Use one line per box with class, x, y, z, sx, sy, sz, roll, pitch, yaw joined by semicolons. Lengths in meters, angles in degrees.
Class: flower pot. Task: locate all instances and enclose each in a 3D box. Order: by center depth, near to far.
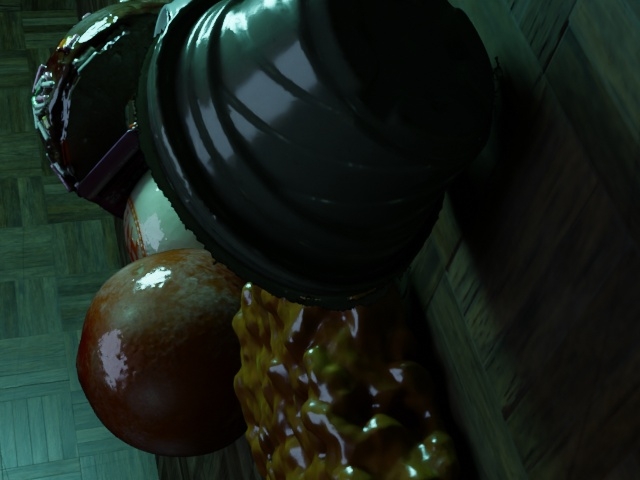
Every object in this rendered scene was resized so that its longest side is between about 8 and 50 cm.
flower pot;0.016;-0.086;0.613;0.140;0.235;0.235;-32;63;46

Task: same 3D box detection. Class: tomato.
tomato;-0.187;0.142;1.257;0.265;0.265;0.264;174;90;-73

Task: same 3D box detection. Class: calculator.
calculator;-0.296;-0.098;1.505;0.034;0.126;0.190;40;178;15

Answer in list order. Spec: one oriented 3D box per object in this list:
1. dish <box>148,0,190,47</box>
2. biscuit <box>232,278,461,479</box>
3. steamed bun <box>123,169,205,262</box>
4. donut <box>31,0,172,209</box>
dish;-0.177;-0.233;1.293;0.260;0.085;0.260;-176;90;-69
biscuit;0.005;0.148;0.865;0.318;0.111;0.312;113;144;-59
steamed bun;-0.224;-0.011;1.491;0.232;0.145;0.231;174;90;-73
donut;-0.331;-0.206;1.562;0.136;0.259;0.345;32;131;39
